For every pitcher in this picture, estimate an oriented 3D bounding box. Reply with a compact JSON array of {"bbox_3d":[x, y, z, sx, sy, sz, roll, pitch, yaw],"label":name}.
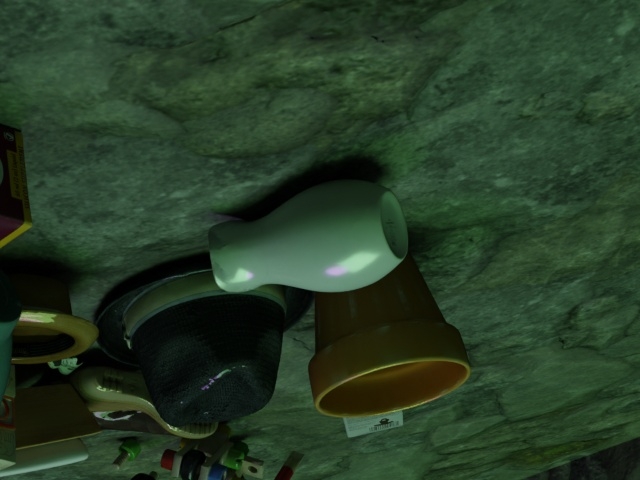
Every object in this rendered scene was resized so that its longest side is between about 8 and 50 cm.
[{"bbox_3d":[0.000,0.000,1.310,0.207,0.125,0.178,-12,179,24],"label":"pitcher"}]

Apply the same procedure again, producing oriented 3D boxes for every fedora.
[{"bbox_3d":[-0.361,0.089,1.347,0.194,0.079,0.194,-3,156,-1],"label":"fedora"},{"bbox_3d":[-0.144,0.155,1.509,0.334,0.152,0.334,-11,156,-5],"label":"fedora"}]

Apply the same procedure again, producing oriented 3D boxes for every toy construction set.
[{"bbox_3d":[-0.159,0.418,2.048,0.309,0.257,0.237,-9,-155,32],"label":"toy construction set"}]

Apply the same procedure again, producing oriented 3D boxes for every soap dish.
[{"bbox_3d":[-0.487,0.278,1.564,0.291,0.118,0.229,-17,170,31],"label":"soap dish"}]

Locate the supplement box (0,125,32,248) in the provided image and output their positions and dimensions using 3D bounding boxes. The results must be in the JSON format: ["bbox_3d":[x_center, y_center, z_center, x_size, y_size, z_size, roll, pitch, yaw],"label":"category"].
[{"bbox_3d":[-0.358,-0.061,0.995,0.081,0.104,0.188,-29,151,31],"label":"supplement box"}]

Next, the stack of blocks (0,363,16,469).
[{"bbox_3d":[-0.508,0.229,1.375,0.297,0.171,0.087,-25,148,25],"label":"stack of blocks"}]

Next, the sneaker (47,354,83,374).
[{"bbox_3d":[-0.359,0.161,1.573,0.037,0.032,0.083,-28,160,1],"label":"sneaker"}]

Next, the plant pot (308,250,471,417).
[{"bbox_3d":[0.074,0.108,1.472,0.205,0.188,0.205,-11,155,-5],"label":"plant pot"}]

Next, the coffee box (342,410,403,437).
[{"bbox_3d":[0.066,0.194,1.715,0.098,0.141,0.246,-12,155,0],"label":"coffee box"}]

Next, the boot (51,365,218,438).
[{"bbox_3d":[-0.303,0.254,1.707,0.248,0.090,0.207,27,145,-33],"label":"boot"}]

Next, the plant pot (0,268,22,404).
[{"bbox_3d":[-0.426,0.092,1.129,0.196,0.293,0.293,-48,147,9],"label":"plant pot"}]
